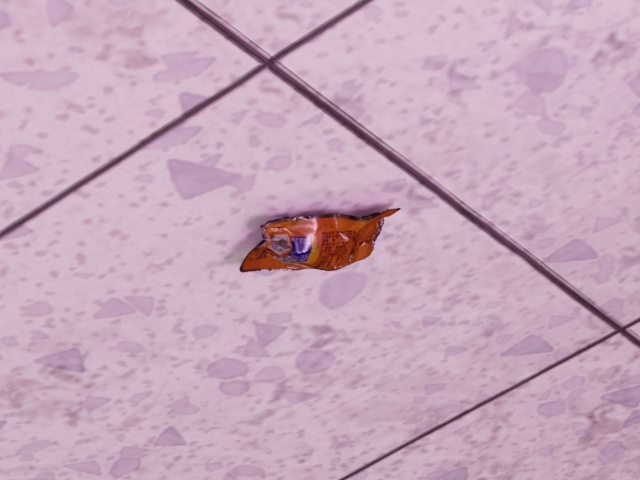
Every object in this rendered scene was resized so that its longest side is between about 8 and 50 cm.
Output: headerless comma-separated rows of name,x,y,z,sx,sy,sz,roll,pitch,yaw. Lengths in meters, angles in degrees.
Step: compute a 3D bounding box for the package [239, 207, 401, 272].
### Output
package,0.000,0.001,1.397,0.111,0.033,0.077,-3,135,-25
